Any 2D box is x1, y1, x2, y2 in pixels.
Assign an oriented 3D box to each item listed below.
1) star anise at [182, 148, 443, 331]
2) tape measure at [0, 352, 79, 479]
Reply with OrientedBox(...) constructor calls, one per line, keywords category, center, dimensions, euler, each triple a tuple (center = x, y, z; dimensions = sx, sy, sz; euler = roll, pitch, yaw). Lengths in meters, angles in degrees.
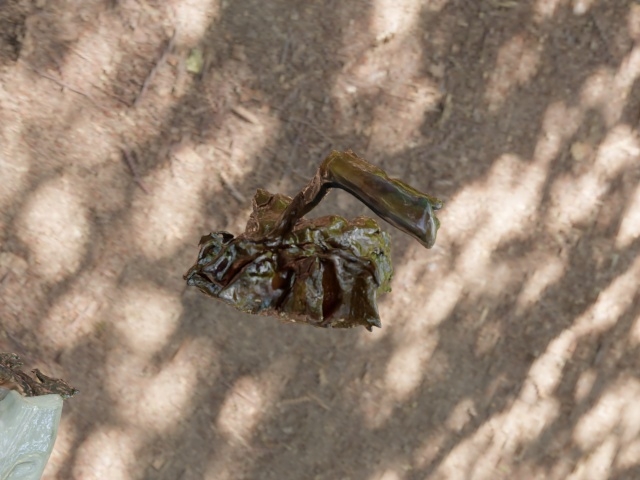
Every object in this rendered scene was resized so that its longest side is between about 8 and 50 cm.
OrientedBox(category="star anise", center=(0.001, 0.010, 0.961), dimensions=(0.237, 0.346, 0.148), euler=(5, 80, -25))
OrientedBox(category="tape measure", center=(-0.314, 0.203, 0.693), dimensions=(0.265, 0.130, 0.258), euler=(4, 112, -55))
